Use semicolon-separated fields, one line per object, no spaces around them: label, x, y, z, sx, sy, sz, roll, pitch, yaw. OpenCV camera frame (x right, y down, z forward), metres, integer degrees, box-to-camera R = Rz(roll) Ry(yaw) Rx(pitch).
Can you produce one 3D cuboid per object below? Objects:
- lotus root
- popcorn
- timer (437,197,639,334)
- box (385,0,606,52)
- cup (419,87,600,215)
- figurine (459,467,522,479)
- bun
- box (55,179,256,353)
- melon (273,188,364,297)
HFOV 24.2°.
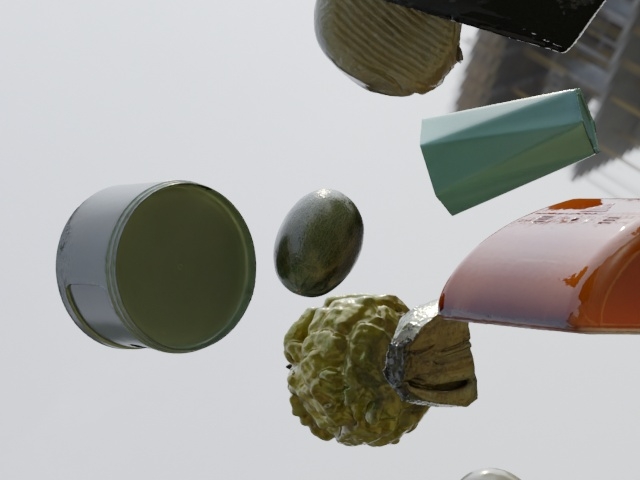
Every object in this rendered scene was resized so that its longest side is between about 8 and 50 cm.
lotus root;0.130;0.148;1.909;0.144;0.070;0.143;-7;-84;-45
popcorn;0.056;0.204;2.306;0.249;0.249;0.225;-21;-6;-42
timer;0.296;0.050;1.695;0.250;0.257;0.161;-16;-80;-33
box;0.168;-0.348;1.298;0.345;0.251;0.204;122;161;-71
cup;0.273;-0.138;2.144;0.134;0.235;0.148;59;-155;-32
figurine;0.280;0.381;1.924;0.155;0.235;0.127;-34;-55;-43
bun;0.082;-0.243;1.689;0.166;0.173;0.113;-21;2;14
box;-0.216;0.034;1.975;0.226;0.149;0.226;1;-91;-39
melon;0.000;0.000;1.991;0.114;0.114;0.167;82;-155;-49
